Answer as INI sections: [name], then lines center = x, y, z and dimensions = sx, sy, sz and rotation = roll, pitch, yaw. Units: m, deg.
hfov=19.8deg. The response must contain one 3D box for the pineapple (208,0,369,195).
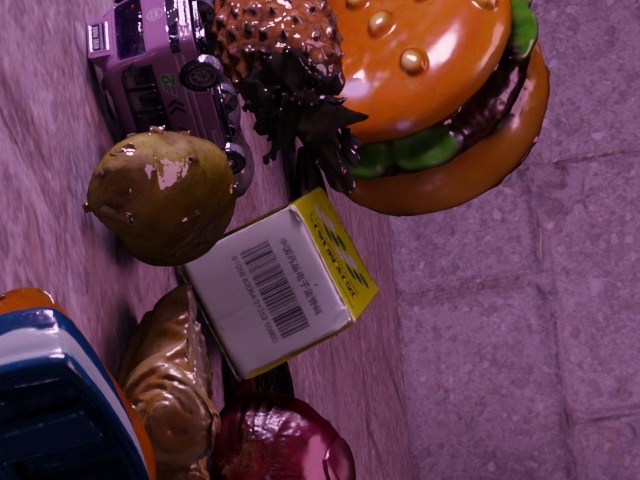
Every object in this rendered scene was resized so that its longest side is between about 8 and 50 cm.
[pineapple]
center = -0.032, -0.173, 2.065
dimensions = 0.340, 0.169, 0.169
rotation = -107, -179, -47

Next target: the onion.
[onion]
center = -0.037, 0.242, 1.787
dimensions = 0.198, 0.135, 0.173
rotation = -72, 150, -70

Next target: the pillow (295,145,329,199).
[pillow]
center = 0.000, 0.000, 2.689
dimensions = 0.208, 0.052, 0.212
rotation = -96, 174, -51

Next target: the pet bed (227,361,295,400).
[pet bed]
center = -0.060, 0.191, 1.997
dimensions = 0.201, 0.053, 0.201
rotation = -9, 90, -84

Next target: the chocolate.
[chocolate]
center = -0.111, -0.110, 1.896
dimensions = 0.072, 0.072, 0.167
rotation = -90, 171, -49

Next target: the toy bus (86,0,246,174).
[toy bus]
center = -0.132, -0.128, 1.614
dimensions = 0.199, 0.108, 0.096
rotation = 76, 4, -50

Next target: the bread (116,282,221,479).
[bread]
center = -0.124, 0.122, 1.486
dimensions = 0.232, 0.088, 0.128
rotation = -98, -174, -68

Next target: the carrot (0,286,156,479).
[carrot]
center = -0.163, 0.115, 1.234
dimensions = 0.225, 0.067, 0.067
rotation = 69, 14, -51

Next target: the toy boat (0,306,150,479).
[toy boat]
center = -0.154, 0.151, 1.169
dimensions = 0.299, 0.096, 0.061
rotation = 76, 0, -49

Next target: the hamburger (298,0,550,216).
[hamburger]
center = 0.110, -0.243, 2.616
dimensions = 0.277, 0.396, 0.395
rotation = 53, 26, -46

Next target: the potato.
[potato]
center = -0.131, -0.038, 1.527
dimensions = 0.117, 0.090, 0.225
rotation = -60, 165, 0

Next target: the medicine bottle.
[medicine bottle]
center = -0.038, 0.040, 1.874
dimensions = 0.137, 0.141, 0.250
rotation = 64, 8, -2
